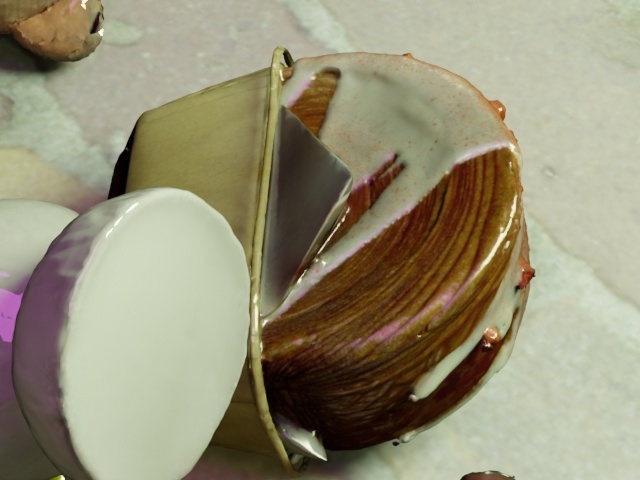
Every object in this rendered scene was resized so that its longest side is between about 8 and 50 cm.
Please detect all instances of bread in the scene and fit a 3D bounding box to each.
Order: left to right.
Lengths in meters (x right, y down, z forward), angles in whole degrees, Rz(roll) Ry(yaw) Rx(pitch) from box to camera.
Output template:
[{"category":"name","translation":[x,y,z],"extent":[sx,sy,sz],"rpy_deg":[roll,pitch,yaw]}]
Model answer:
[{"category":"bread","translation":[0.000,0.000,0.750],"extent":[0.212,0.142,0.224],"rpy_deg":[-7,52,13]}]

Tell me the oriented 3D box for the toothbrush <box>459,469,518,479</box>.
[{"category":"toothbrush","translation":[0.055,0.245,0.608],"extent":[0.041,0.041,0.364],"rpy_deg":[10,45,4]}]

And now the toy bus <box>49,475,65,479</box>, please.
[{"category":"toy bus","translation":[-0.308,0.142,0.590],"extent":[0.440,0.209,0.249],"rpy_deg":[6,53,0]}]

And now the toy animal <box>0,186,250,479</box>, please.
[{"category":"toy animal","translation":[-0.136,0.034,0.523],"extent":[0.221,0.131,0.104],"rpy_deg":[3,81,28]}]

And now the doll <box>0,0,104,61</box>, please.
[{"category":"doll","translation":[-0.261,-0.222,0.912],"extent":[0.303,0.201,0.156],"rpy_deg":[9,12,11]}]
